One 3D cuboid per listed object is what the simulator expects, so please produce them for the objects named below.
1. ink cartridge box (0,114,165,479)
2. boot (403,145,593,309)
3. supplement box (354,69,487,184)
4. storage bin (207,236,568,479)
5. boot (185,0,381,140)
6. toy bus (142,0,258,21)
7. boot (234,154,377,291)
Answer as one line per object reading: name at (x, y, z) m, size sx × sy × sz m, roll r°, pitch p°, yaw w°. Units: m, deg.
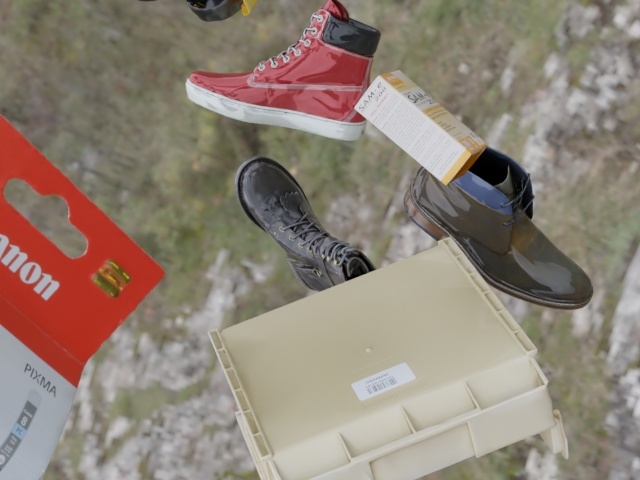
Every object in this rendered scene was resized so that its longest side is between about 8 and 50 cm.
ink cartridge box at (-0.353, 0.099, 1.477) m, size 0.385 × 0.308 × 0.091 m, roll -49°, pitch 35°, yaw -9°
boot at (0.189, -0.016, 1.507) m, size 0.082 × 0.219 × 0.106 m, roll -53°, pitch -9°, yaw -35°
supplement box at (0.082, -0.093, 1.218) m, size 0.036 × 0.098 × 0.062 m, roll -52°, pitch -8°, yaw 20°
storage bin at (0.058, 0.145, 1.388) m, size 0.262 × 0.123 × 0.260 m, roll -20°, pitch 32°, yaw -6°
boot at (-0.049, -0.239, 1.955) m, size 0.088 × 0.244 × 0.176 m, roll -72°, pitch -8°, yaw -69°
toy bus at (-0.122, -0.355, 1.558) m, size 0.220 × 0.149 × 0.211 m, roll 23°, pitch 64°, yaw 33°
boot at (0.000, 0.000, 2.114) m, size 0.091 × 0.263 × 0.229 m, roll -40°, pitch 24°, yaw -11°
